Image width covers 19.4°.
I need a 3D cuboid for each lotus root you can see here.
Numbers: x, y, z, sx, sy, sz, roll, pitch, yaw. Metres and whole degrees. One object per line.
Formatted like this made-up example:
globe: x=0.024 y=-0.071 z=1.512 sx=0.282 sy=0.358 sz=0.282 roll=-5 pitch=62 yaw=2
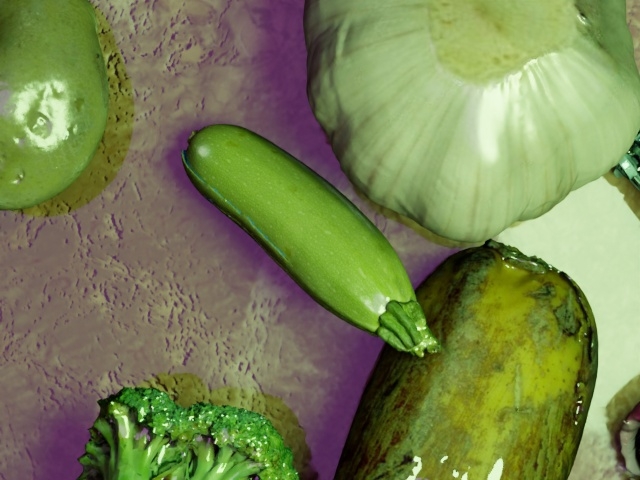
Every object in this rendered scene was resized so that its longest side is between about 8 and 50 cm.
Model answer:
lotus root: x=0.121 y=0.183 z=1.644 sx=0.196 sy=0.179 sz=0.397 roll=16 pitch=70 yaw=23

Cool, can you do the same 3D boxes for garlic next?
garlic: x=0.129 y=-0.157 z=1.650 sx=0.317 sy=0.259 sz=0.317 roll=4 pitch=64 yaw=-9

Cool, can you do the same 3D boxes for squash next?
squash: x=0.000 y=0.000 z=1.682 sx=0.341 sy=0.094 sz=0.094 roll=41 pitch=91 yaw=30

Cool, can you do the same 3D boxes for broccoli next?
broccoli: x=-0.121 y=0.271 z=1.641 sx=0.269 sy=0.269 sz=0.254 roll=11 pitch=113 yaw=3

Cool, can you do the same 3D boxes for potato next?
potato: x=-0.282 y=-0.142 z=1.713 sx=0.178 sy=0.160 sz=0.235 roll=16 pitch=79 yaw=-18

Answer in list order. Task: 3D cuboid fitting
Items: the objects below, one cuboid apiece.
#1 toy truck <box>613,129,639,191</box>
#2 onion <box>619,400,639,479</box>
toy truck: x=0.344 y=-0.034 z=1.706 sx=0.080 sy=0.115 sz=0.177 roll=-39 pitch=65 yaw=1
onion: x=0.377 y=0.212 z=1.672 sx=0.200 sy=0.200 sz=0.207 roll=-34 pitch=56 yaw=1
